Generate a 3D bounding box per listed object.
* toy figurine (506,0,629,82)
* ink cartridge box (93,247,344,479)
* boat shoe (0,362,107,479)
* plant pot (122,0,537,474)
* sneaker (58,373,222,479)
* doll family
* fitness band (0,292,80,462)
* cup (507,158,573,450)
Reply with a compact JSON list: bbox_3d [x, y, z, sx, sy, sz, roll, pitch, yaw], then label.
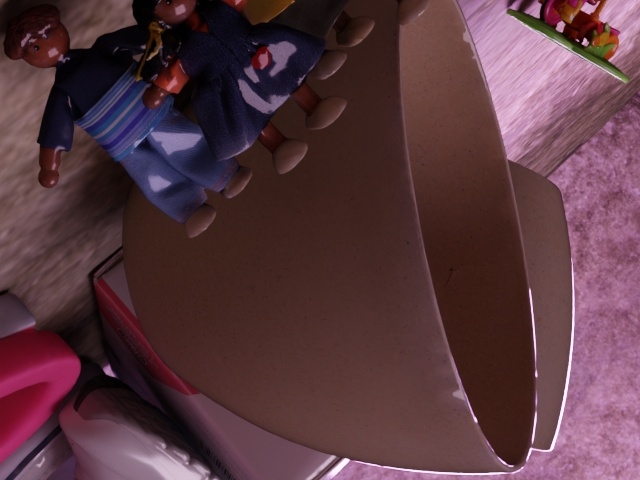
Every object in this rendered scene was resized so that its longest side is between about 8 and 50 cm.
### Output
[{"bbox_3d":[0.276,-0.260,1.143,0.173,0.130,0.159,13,111,-50],"label":"toy figurine"},{"bbox_3d":[-0.065,0.110,0.911,0.117,0.207,0.283,-39,170,-17],"label":"ink cartridge box"},{"bbox_3d":[-0.188,0.217,1.004,0.136,0.156,0.367,-42,171,-15],"label":"boat shoe"},{"bbox_3d":[0.000,0.000,0.677,0.191,0.284,0.284,-10,-178,19],"label":"plant pot"},{"bbox_3d":[-0.133,0.213,0.870,0.129,0.111,0.297,-38,141,-18],"label":"sneaker"},{"bbox_3d":[-0.041,-0.092,0.471,0.193,0.111,0.076,-54,-153,-15],"label":"doll family"},{"bbox_3d":[-0.257,0.131,0.671,0.209,0.054,0.291,-49,168,28],"label":"fitness band"},{"bbox_3d":[0.111,0.030,1.137,0.331,0.331,0.237,22,89,-80],"label":"cup"}]
